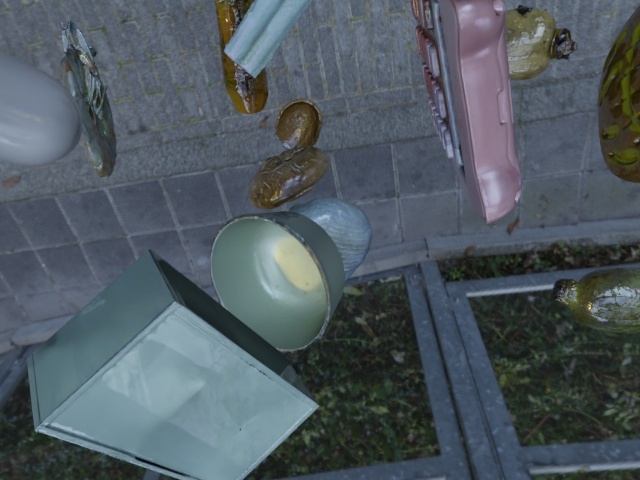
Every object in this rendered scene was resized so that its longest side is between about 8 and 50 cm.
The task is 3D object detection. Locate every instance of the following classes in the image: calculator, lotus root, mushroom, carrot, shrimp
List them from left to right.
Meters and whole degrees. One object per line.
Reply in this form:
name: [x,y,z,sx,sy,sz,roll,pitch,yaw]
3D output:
shrimp: [-0.518,-0.317,1.030,0.085,0.247,0.361,-12,90,-13]
carrot: [-0.194,-0.471,1.151,0.113,0.114,0.302,-2,122,4]
mushroom: [-0.103,-0.170,1.413,0.285,0.151,0.156,-29,118,14]
calculator: [0.132,-0.168,0.466,0.048,0.330,0.220,-15,119,10]
lotus root: [0.433,-0.446,1.059,0.256,0.140,0.155,5,124,13]
lotus root: [0.723,0.143,1.130,0.308,0.173,0.173,-1,124,0]

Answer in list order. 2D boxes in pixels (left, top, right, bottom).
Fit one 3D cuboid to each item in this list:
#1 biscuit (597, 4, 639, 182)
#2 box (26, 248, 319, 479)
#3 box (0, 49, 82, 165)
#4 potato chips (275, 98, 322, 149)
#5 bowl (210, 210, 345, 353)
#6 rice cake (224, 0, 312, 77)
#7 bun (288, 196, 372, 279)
biscuit: [0.590,-0.292,0.750,0.070,0.395,0.350,18,151,-10]
box: [-0.118,0.130,0.426,0.129,0.086,0.225,-42,134,-5]
box: [-0.514,-0.203,0.589,0.288,0.349,0.141,17,89,32]
potato chips: [-0.067,-0.374,1.518,0.150,0.049,0.202,32,132,6]
bowl: [-0.051,0.045,0.689,0.211,0.112,0.212,13,117,28]
rice cake: [-0.082,-0.396,0.816,0.085,0.040,0.226,25,124,-33]
bun: [0.000,0.000,1.577,0.361,0.211,0.362,-7,130,-9]
